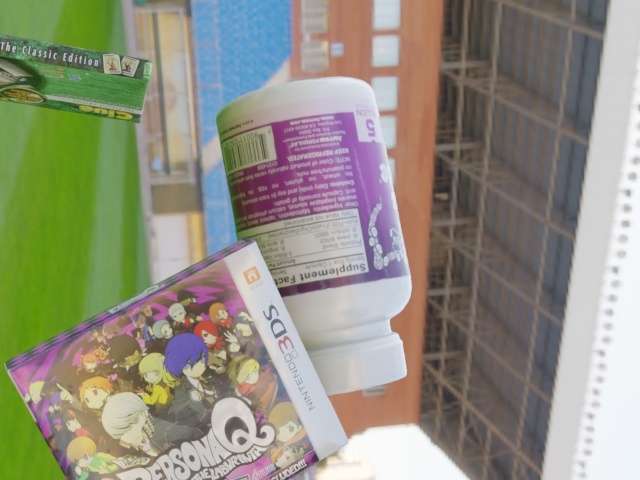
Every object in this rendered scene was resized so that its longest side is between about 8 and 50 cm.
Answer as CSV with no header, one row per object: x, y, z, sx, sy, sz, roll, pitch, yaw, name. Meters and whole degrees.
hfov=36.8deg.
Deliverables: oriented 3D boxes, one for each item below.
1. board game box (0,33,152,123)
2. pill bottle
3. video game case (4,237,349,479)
-0.315,-0.178,1.023,0.136,0.260,0.030,137,-40,-69,board game box
0.000,0.000,0.977,0.169,0.169,0.301,152,-73,-81,pill bottle
-0.117,0.142,0.831,0.210,0.232,0.042,66,-16,-13,video game case
